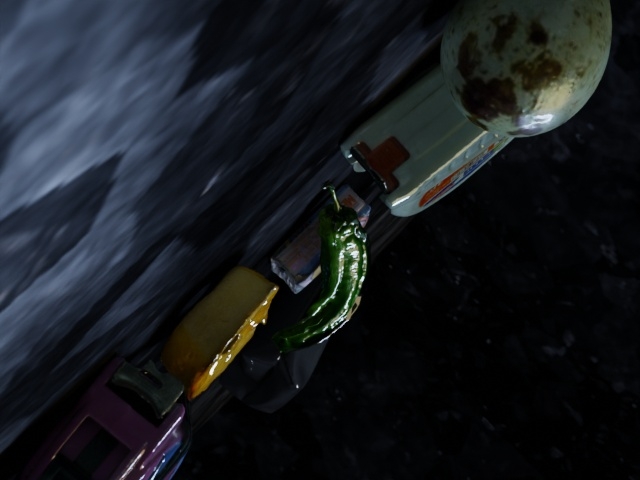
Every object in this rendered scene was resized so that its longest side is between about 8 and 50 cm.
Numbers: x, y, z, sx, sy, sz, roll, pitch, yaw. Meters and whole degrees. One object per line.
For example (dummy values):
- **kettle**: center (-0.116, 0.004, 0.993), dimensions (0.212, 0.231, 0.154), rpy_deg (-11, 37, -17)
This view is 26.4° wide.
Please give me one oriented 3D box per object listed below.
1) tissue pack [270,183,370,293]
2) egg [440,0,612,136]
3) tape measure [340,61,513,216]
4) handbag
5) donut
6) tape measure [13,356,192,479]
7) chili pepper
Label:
- **tissue pack**: center (0.000, 0.000, 1.966), dimensions (0.155, 0.065, 0.115), rpy_deg (-44, 175, -8)
- **egg**: center (0.218, -0.211, 1.409), dimensions (0.231, 0.169, 0.169), rpy_deg (-57, -179, -27)
- **tape measure**: center (0.143, -0.138, 1.667), dimensions (0.243, 0.125, 0.246), rpy_deg (-38, 172, -5)
- **handbag**: center (-0.045, 0.145, 2.425), dimensions (0.288, 0.152, 0.342), rpy_deg (-55, -178, -20)
- **donut**: center (-0.130, 0.107, 1.691), dimensions (0.174, 0.075, 0.190), rpy_deg (-47, 174, -21)
- **tape measure**: center (-0.250, 0.252, 1.583), dimensions (0.245, 0.149, 0.231), rpy_deg (-51, 174, -14)
- **chili pepper**: center (0.011, 0.031, 1.873), dimensions (0.122, 0.065, 0.278), rpy_deg (-12, 126, -38)
